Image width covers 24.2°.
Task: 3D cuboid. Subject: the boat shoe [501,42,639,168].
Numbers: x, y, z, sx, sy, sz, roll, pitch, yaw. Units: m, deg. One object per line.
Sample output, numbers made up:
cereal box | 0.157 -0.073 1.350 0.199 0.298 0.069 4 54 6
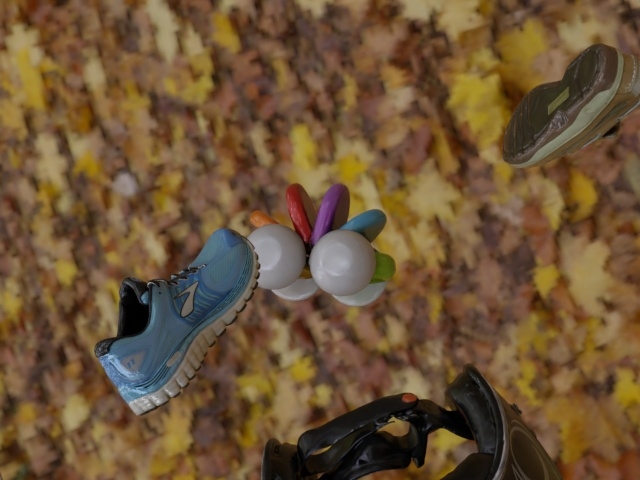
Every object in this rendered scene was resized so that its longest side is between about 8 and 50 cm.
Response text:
boat shoe | 0.219 -0.101 1.253 0.190 0.072 0.068 144 136 -66

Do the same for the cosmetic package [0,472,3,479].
cosmetic package | -0.222 0.057 0.625 0.085 0.117 0.231 -29 79 33

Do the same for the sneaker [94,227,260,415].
sneaker | -0.099 0.041 1.029 0.073 0.162 0.063 46 136 -15

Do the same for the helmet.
helmet | 0.054 0.159 0.734 0.169 0.169 0.162 22 143 47

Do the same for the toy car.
toy car | 0.000 0.000 1.728 0.182 0.159 0.136 5 81 13
